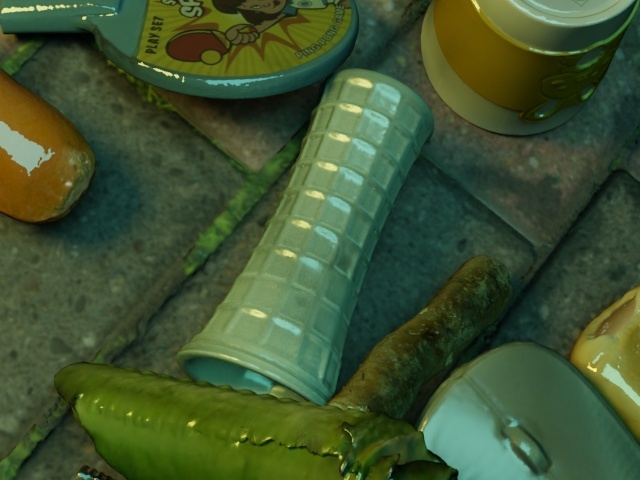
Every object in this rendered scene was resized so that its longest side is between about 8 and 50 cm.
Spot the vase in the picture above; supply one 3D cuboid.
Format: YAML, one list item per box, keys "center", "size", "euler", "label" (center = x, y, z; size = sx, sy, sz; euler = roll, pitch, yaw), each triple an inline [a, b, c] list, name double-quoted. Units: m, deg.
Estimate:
- center: [0.000, 0.000, 0.997]
  size: [0.143, 0.143, 0.299]
  euler: [25, 67, -1]
  label: "vase"

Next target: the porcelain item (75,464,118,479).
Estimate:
- center: [-0.226, 0.282, 0.910]
  size: [0.084, 0.054, 0.213]
  euler: [27, 72, -3]
  label: "porcelain item"

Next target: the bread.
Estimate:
- center: [0.357, 0.177, 1.019]
  size: [0.142, 0.091, 0.305]
  euler: [-42, 84, -13]
  label: "bread"

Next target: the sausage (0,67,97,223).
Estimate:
- center: [-0.317, -0.115, 0.994]
  size: [0.274, 0.105, 0.105]
  euler: [36, 71, 3]
  label: "sausage"

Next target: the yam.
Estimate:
- center: [0.086, 0.091, 0.968]
  size: [0.061, 0.061, 0.253]
  euler: [45, 45, 6]
  label: "yam"

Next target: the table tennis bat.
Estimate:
- center: [-0.129, -0.205, 1.053]
  size: [0.329, 0.044, 0.215]
  euler: [3, 48, 1]
  label: "table tennis bat"

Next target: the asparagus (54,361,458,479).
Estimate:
- center: [-0.058, 0.169, 0.880]
  size: [0.382, 0.128, 0.108]
  euler: [6, 54, 40]
  label: "asparagus"

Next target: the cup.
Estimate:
- center: [0.221, -0.227, 1.050]
  size: [0.241, 0.226, 0.185]
  euler: [-25, 79, -8]
  label: "cup"

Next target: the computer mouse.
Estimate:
- center: [0.208, 0.241, 0.947]
  size: [0.197, 0.095, 0.331]
  euler: [-39, 100, -21]
  label: "computer mouse"
